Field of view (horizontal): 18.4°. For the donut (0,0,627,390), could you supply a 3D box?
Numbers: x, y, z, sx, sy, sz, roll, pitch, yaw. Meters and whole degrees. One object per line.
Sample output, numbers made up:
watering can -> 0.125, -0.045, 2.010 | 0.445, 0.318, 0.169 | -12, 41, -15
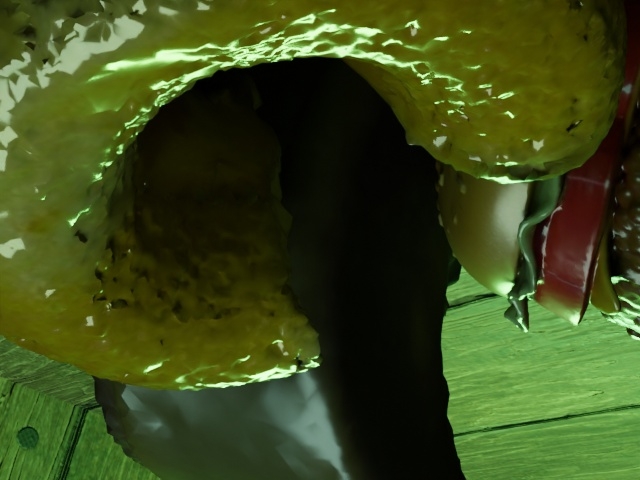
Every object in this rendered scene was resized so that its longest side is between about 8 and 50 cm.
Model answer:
donut -> -0.053, -0.080, 1.028 | 0.435, 0.163, 0.377 | -38, 144, 30

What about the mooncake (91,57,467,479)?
mooncake -> 0.000, 0.000, 1.427 | 0.246, 0.394, 0.393 | 6, 128, 25

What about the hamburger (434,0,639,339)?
hamburger -> 0.182, -0.067, 1.278 | 0.212, 0.274, 0.274 | 11, 162, 5
